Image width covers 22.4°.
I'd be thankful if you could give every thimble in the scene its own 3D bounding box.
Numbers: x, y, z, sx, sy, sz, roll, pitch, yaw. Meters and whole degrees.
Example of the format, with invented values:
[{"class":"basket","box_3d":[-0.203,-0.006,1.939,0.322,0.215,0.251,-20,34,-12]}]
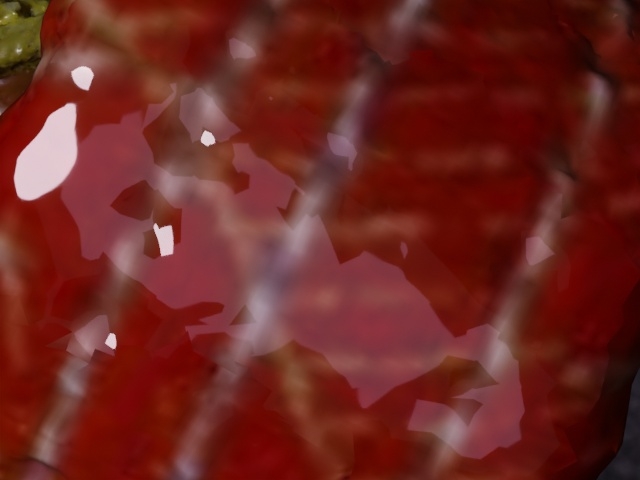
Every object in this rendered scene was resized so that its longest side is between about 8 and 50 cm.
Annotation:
[{"class":"thimble","box_3d":[0.000,0.000,0.642,0.230,0.350,0.350,27,107,-1]}]

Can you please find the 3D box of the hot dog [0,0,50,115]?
[{"class":"hot dog","box_3d":[-0.212,-0.072,0.768,0.213,0.103,0.146,9,108,5]}]
